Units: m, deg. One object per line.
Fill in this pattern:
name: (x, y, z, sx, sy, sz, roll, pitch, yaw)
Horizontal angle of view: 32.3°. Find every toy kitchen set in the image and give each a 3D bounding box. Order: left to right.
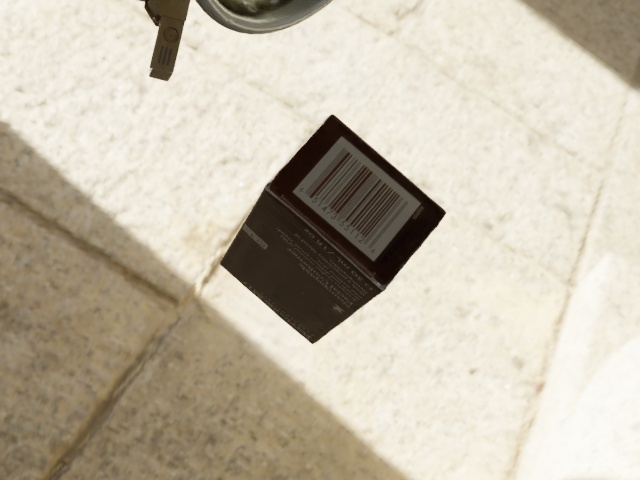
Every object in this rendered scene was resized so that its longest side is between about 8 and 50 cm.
toy kitchen set: (-0.141, -0.172, 0.825, 0.083, 0.068, 0.075, 13, 82, -13)

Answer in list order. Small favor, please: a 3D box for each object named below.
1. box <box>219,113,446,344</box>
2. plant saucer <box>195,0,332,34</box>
box: (0.000, 0.000, 1.464, 0.191, 0.381, 0.143, 41, 72, 0)
plant saucer: (-0.039, -0.442, 1.300, 0.100, 0.400, 0.400, 37, 38, 26)
